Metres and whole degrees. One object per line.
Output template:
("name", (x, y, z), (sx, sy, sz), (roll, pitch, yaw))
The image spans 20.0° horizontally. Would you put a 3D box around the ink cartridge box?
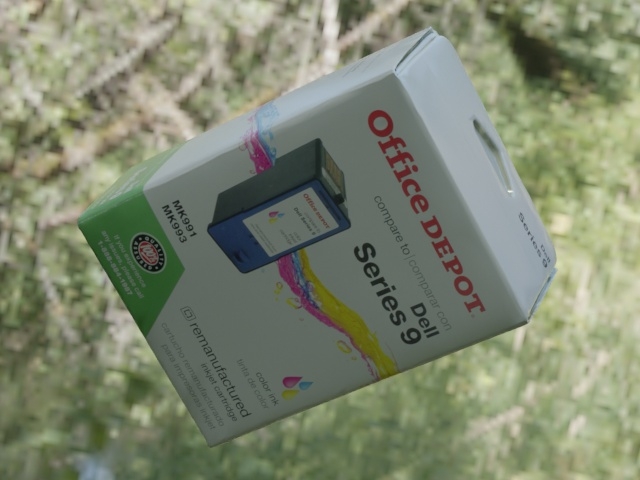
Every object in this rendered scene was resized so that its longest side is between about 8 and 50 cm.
("ink cartridge box", (0.000, 0.000, 0.995), (0.212, 0.154, 0.093), (-23, 13, 24))
